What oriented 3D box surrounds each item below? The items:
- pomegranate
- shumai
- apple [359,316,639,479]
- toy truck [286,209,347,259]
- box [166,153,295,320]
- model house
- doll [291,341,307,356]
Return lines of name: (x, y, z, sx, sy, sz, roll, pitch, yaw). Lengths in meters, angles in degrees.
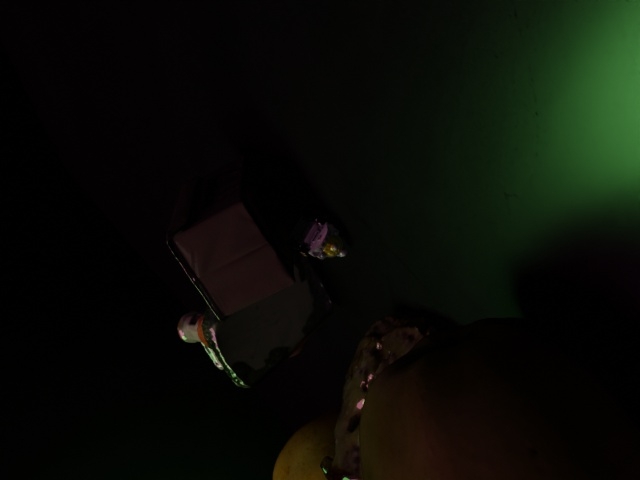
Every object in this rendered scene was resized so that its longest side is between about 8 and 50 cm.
pomegranate: (0.075, 0.591, 2.071, 0.416, 0.417, 0.416, 46, 163, 18)
shumai: (0.103, 0.282, 1.493, 0.217, 0.283, 0.346, 53, 166, -14)
apple: (0.213, 0.265, 1.062, 0.357, 0.357, 0.357, 46, 163, 18)
toy truck: (0.000, 0.000, 1.546, 0.077, 0.076, 0.111, 32, 178, -31)
box: (-0.150, -0.015, 1.604, 0.188, 0.153, 0.252, 59, -170, -20)
model house: (-0.169, 0.150, 1.860, 0.301, 0.271, 0.190, -5, 122, 55)
doll: (-0.139, 0.180, 2.099, 0.256, 0.196, 0.152, 44, 138, -21)
